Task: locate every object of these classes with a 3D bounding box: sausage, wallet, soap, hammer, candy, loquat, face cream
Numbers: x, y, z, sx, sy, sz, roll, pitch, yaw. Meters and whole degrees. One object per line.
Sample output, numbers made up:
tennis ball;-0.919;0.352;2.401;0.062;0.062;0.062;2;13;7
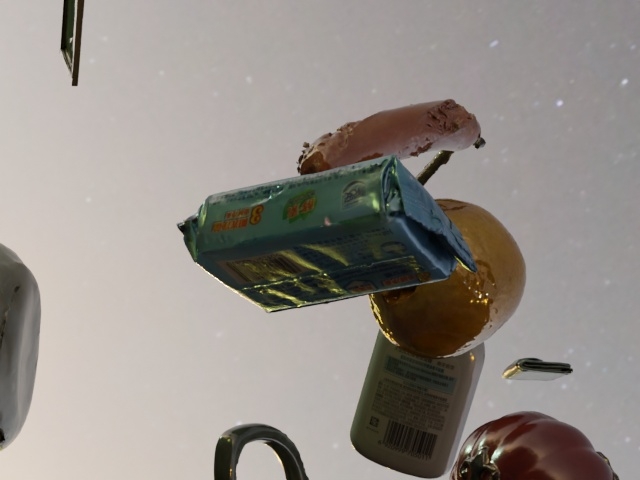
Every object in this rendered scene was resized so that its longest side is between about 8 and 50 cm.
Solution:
sausage;0.102;-0.137;1.552;0.079;0.327;0.087;44;-46;31
wallet;0.335;0.201;1.811;0.129;0.088;0.026;103;-10;-77
soap;0.000;0.000;1.191;0.293;0.077;0.156;-12;-34;26
hammer;0.137;-0.071;1.851;0.027;0.297;0.125;36;5;-38
candy;-0.448;0.137;1.413;0.185;0.295;0.295;4;-43;2
loquat;0.154;0.049;1.480;0.208;0.208;0.208;36;-35;30
face cream;0.154;0.174;1.691;0.163;0.080;0.336;17;-76;13

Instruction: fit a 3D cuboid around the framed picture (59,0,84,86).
framed picture;-0.250;-0.272;1.185;0.136;0.010;0.200;-128;-137;-61

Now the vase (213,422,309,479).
vase;-0.057;0.311;1.172;0.156;0.301;0.251;4;-98;31

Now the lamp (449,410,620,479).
lamp;0.238;0.309;1.332;0.227;0.227;0.226;36;-35;30
